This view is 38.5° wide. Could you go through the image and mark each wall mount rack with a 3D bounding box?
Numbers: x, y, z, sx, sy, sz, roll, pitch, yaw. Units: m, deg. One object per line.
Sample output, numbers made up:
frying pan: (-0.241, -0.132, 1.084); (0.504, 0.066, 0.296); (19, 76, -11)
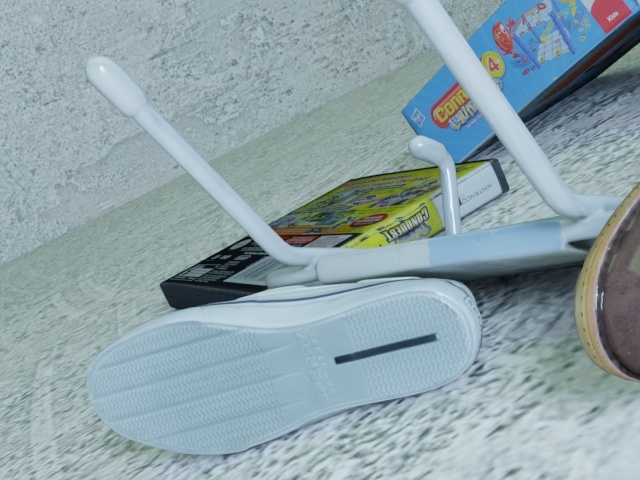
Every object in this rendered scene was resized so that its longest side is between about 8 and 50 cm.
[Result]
wall mount rack: (0.058, -0.045, 0.515); (0.304, 0.130, 0.350); (2, -10, -44)

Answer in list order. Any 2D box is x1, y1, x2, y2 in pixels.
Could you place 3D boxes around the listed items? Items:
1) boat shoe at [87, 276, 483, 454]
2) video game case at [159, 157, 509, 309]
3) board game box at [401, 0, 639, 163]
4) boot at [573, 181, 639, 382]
boat shoe: (-0.017, 0.069, 0.522); (0.226, 0.083, 0.076); (-8, 5, 16)
video game case: (0.000, 0.000, 0.856); (0.248, 0.035, 0.275); (-30, 12, -23)
board game box: (0.275, -0.227, 0.934); (0.302, 0.086, 0.308); (-32, -6, -33)
boot: (0.232, -0.011, 0.304); (0.248, 0.090, 0.207); (-24, 9, -16)
